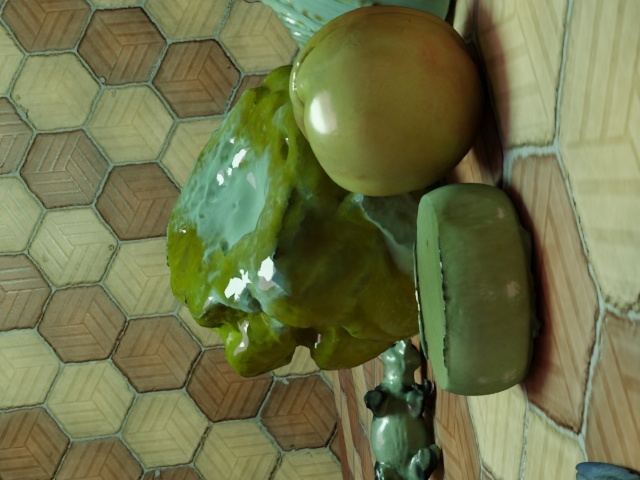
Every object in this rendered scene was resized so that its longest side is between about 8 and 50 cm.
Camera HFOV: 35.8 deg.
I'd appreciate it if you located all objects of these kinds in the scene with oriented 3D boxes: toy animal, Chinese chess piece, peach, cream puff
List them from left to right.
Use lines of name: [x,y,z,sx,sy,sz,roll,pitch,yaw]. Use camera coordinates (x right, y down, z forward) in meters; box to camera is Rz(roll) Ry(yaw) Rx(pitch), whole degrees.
cream puff: [0.000,0.000,1.192,0.378,0.276,0.378,-27,54,44]
peach: [0.065,-0.129,0.920,0.184,0.184,0.184,174,90,-85]
toy animal: [0.111,0.244,1.353,0.121,0.094,0.225,-45,-52,-85]
Chinese chess piece: [0.134,0.042,0.877,0.188,0.083,0.188,174,90,-88]

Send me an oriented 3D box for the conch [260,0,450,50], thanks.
conch: [0.017,-0.343,1.038,0.303,0.215,0.319,-120,22,-53]

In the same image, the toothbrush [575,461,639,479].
toothbrush: [0.198,0.159,0.504,0.413,0.042,0.035,136,128,-86]
